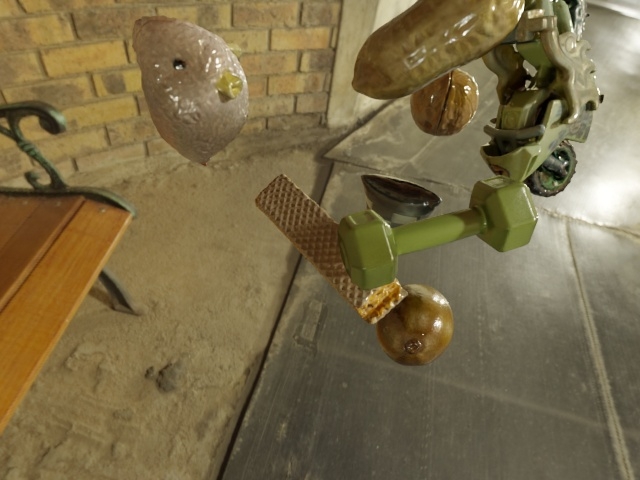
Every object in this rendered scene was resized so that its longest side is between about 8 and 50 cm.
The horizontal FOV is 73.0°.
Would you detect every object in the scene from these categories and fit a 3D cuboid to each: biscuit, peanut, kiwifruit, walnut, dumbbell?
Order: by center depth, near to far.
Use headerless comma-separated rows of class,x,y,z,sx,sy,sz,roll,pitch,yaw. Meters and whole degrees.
peanut,0.144,-0.264,0.567,0.110,0.237,0.120,33,43,-39
dumbbell,0.179,-0.014,0.678,0.302,0.108,0.121,-15,22,-6
biscuit,0.000,0.000,0.823,0.094,0.054,0.378,-42,55,-4
kiwifruit,0.229,0.208,1.068,0.196,0.195,0.234,19,21,10
walnut,0.312,-0.352,1.096,0.168,0.207,0.167,-2,78,9

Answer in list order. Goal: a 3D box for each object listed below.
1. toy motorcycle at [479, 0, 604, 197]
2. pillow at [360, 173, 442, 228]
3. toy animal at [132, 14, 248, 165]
toy motorcycle,0.421,-0.281,0.845,0.237,0.409,0.169,-12,17,-27
pillow,0.187,-0.079,1.035,0.186,0.250,0.105,20,75,12
toy animal,-0.277,-0.321,0.990,0.227,0.358,0.188,-9,52,-10
